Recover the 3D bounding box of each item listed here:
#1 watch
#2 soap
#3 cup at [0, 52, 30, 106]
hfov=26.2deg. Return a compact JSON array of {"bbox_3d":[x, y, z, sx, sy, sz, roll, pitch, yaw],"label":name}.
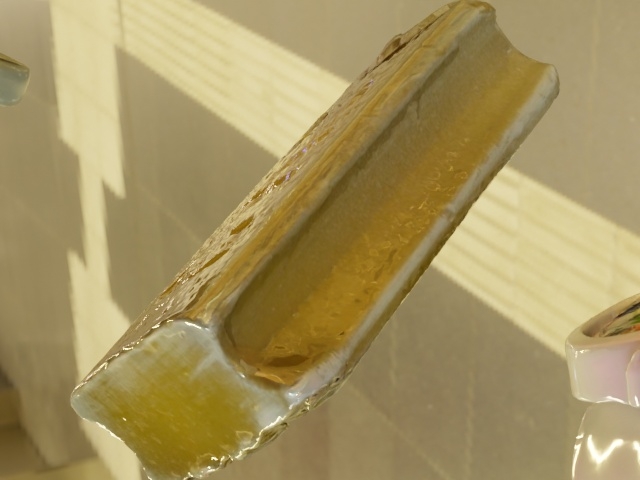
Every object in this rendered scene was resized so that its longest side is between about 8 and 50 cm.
[{"bbox_3d":[0.297,0.132,0.894,0.196,0.244,0.231,-14,96,65],"label":"watch"},{"bbox_3d":[0.000,0.000,0.741,0.089,0.274,0.173,45,144,-8],"label":"soap"},{"bbox_3d":[-0.379,-0.169,1.161,0.234,0.258,0.186,30,103,41],"label":"cup"}]
